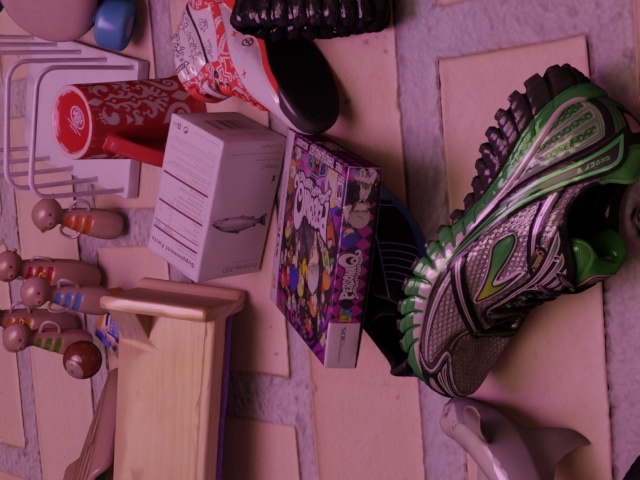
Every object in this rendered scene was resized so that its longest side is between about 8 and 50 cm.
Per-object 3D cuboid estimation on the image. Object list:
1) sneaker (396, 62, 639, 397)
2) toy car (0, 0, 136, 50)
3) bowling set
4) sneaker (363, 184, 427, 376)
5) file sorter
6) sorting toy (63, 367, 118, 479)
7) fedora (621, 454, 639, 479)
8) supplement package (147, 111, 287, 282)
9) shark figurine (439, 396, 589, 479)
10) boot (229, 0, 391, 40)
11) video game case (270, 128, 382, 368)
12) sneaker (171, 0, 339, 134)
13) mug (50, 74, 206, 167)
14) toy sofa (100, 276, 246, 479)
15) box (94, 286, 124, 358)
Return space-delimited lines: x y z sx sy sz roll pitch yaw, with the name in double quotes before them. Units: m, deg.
"sneaker" 0.184 0.020 0.986 0.146 0.134 0.344 44 127 31
"toy car" -0.333 -0.409 1.434 0.210 0.219 0.238 106 179 -57
"bowling set" -0.380 0.092 1.502 0.287 0.154 0.200 -62 31 31
"sneaker" 0.067 0.037 1.139 0.081 0.090 0.232 -44 66 39
"file sorter" -0.399 -0.180 1.509 0.277 0.173 0.193 22 112 40
"sorting toy" -0.327 0.355 1.508 0.307 0.041 0.229 -94 28 -56
"fedora" 0.349 0.207 0.819 0.334 0.334 0.153 11 69 43
"supplement package" -0.127 -0.055 1.306 0.105 0.105 0.179 30 117 37
"shark figurine" 0.216 0.240 1.026 0.166 0.116 0.278 90 156 -59
"boot" -0.082 -0.349 1.167 0.347 0.131 0.260 8 102 32
"video game case" 0.000 0.000 1.161 0.232 0.041 0.210 -137 51 -67
"sneaker" -0.083 -0.192 1.256 0.270 0.090 0.145 58 134 23
"mug" -0.232 -0.151 1.350 0.150 0.169 0.113 13 105 43
"toy sofa" -0.182 0.236 1.384 0.150 0.177 0.363 6 97 21
"box" -0.269 0.136 1.532 0.136 0.028 0.081 39 121 37
